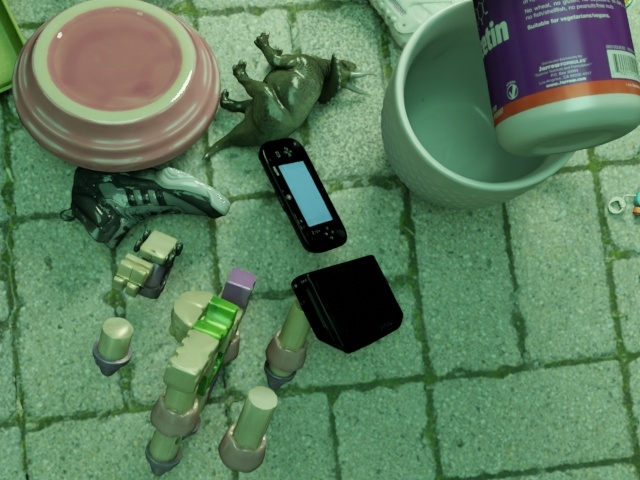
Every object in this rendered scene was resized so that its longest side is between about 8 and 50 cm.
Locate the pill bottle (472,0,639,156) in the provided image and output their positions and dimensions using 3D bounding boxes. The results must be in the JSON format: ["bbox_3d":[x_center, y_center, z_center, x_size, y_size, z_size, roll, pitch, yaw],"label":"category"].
[{"bbox_3d":[0.288,-0.278,1.072,0.181,0.181,0.323,-8,82,-4],"label":"pill bottle"}]

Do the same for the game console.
[{"bbox_3d":[0.000,0.000,1.348,0.044,0.213,0.361,-32,81,30],"label":"game console"}]

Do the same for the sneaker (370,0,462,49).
[{"bbox_3d":[0.130,-0.413,1.447,0.305,0.114,0.152,25,94,5],"label":"sneaker"}]

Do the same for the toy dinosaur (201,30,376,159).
[{"bbox_3d":[-0.071,-0.237,1.413,0.313,0.121,0.160,-43,73,-11],"label":"toy dinosaur"}]

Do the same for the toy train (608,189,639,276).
[{"bbox_3d":[0.572,-0.019,1.450,0.125,0.046,0.166,-30,85,-6],"label":"toy train"}]

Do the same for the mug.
[{"bbox_3d":[0.276,-0.183,1.316,0.374,0.328,0.276,-3,83,-4],"label":"mug"}]

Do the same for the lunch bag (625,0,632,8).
[{"bbox_3d":[0.380,-0.466,1.470,0.224,0.108,0.279,-28,83,-2],"label":"lunch bag"}]

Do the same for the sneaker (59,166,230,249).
[{"bbox_3d":[-0.289,-0.048,1.390,0.269,0.101,0.153,19,83,6],"label":"sneaker"}]

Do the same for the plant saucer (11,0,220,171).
[{"bbox_3d":[-0.327,-0.270,1.372,0.332,0.084,0.332,4,62,-7],"label":"plant saucer"}]

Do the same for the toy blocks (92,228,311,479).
[{"bbox_3d":[-0.198,0.201,1.287,0.309,0.288,0.260,23,125,2],"label":"toy blocks"}]

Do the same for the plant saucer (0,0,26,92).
[{"bbox_3d":[-0.589,-0.315,1.435,0.188,0.045,0.188,-26,84,-5],"label":"plant saucer"}]
